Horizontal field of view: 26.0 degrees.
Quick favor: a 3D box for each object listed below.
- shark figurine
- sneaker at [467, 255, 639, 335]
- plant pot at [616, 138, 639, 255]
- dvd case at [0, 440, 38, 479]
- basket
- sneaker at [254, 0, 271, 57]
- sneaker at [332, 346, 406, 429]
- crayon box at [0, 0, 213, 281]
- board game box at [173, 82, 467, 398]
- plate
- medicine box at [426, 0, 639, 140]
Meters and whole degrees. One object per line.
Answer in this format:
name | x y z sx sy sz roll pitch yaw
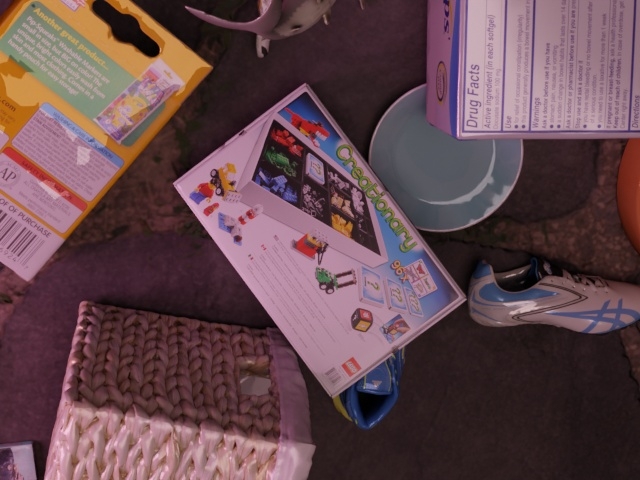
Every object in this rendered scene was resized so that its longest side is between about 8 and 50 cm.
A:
shark figurine | -0.035 -0.279 1.492 0.116 0.278 0.166 18 145 23
sneaker | 0.297 0.064 1.692 0.237 0.085 0.086 1 114 -11
plant pot | 0.521 -0.047 1.627 0.291 0.203 0.291 -3 109 -9
dvd case | -0.390 0.305 1.704 0.087 0.013 0.119 -5 112 -8
basket | -0.179 0.280 1.567 0.266 0.328 0.331 11 107 -9
sneaker | -0.054 -0.244 1.551 0.037 0.032 0.083 4 110 -11
sneaker | 0.078 0.118 1.653 0.091 0.126 0.240 8 109 -12
crayon box | -0.297 -0.140 1.515 0.203 0.083 0.323 38 103 -21
board game box | 0.000 0.000 1.579 0.193 0.053 0.305 -36 88 5
plate | 0.147 -0.101 1.641 0.188 0.024 0.188 -3 111 -8
medicine box | 0.272 -0.248 1.522 0.289 0.149 0.263 -1 101 -8
